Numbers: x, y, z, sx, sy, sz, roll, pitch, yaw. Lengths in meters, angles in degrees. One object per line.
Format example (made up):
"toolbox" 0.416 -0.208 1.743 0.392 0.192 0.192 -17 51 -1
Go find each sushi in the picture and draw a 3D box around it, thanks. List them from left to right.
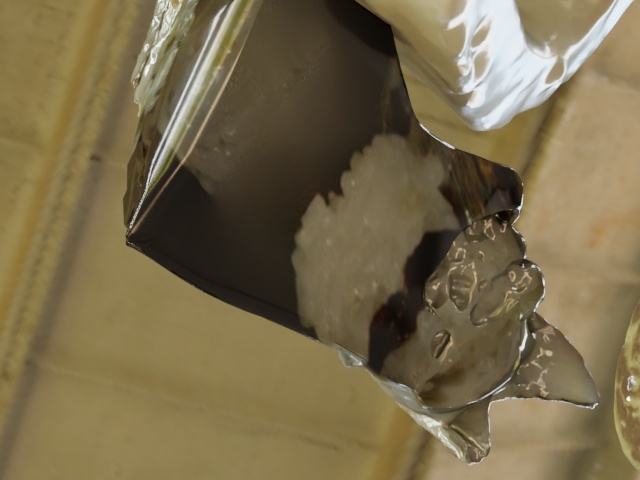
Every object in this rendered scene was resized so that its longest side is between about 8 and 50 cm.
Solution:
"sushi" 0.017 -0.010 0.860 0.273 0.109 0.134 36 -95 -34

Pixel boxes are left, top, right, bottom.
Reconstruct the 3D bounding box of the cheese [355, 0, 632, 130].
"cheese" 0.083 -0.218 0.834 0.292 0.153 0.332 -10 -52 -62

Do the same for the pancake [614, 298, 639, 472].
"pancake" 0.297 0.070 1.402 0.031 0.250 0.250 23 -83 -27
